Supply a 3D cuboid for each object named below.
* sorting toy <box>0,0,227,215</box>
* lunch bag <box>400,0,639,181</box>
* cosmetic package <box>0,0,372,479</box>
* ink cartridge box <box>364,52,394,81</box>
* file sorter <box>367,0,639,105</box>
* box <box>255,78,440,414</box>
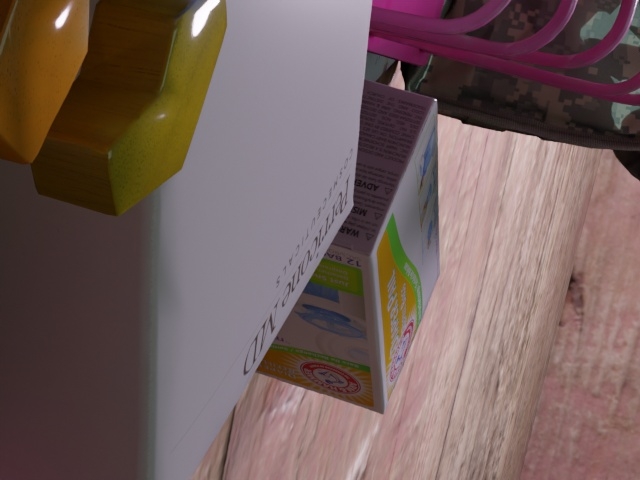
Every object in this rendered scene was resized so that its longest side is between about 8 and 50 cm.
[{"bbox_3d":[0.005,-0.143,0.395,0.229,0.041,0.307,57,49,-72],"label":"sorting toy"},{"bbox_3d":[0.206,-0.134,1.237,0.235,0.287,0.169,-84,-172,-79],"label":"lunch bag"},{"bbox_3d":[-0.075,-0.120,0.521,0.197,0.155,0.365,-60,159,-48],"label":"cosmetic package"},{"bbox_3d":[0.019,-0.141,1.080,0.122,0.052,0.088,-52,154,-59],"label":"ink cartridge box"},{"bbox_3d":[0.080,-0.181,0.876,0.291,0.182,0.202,4,102,-63],"label":"file sorter"},{"bbox_3d":[0.000,0.000,1.038,0.203,0.114,0.103,84,27,-61],"label":"box"}]
